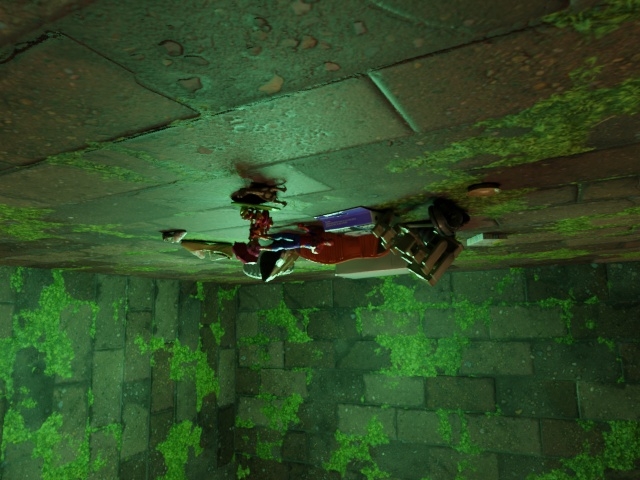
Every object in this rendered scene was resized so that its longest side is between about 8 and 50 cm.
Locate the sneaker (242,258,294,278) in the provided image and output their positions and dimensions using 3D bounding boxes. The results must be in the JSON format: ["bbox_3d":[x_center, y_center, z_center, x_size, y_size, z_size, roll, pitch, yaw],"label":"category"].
[{"bbox_3d":[-0.291,0.160,2.524,0.281,0.105,0.115,2,170,-22],"label":"sneaker"}]

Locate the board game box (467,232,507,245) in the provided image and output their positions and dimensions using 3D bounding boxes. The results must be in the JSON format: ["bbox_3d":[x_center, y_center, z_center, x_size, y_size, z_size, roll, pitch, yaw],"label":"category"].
[{"bbox_3d":[0.684,-0.004,1.895,0.103,0.026,0.154,0,171,-5],"label":"board game box"}]

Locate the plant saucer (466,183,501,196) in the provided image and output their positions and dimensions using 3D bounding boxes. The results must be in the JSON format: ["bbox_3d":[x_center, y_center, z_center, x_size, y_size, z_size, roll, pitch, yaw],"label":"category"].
[{"bbox_3d":[0.410,-0.127,1.158,0.083,0.015,0.083,-2,171,0],"label":"plant saucer"}]

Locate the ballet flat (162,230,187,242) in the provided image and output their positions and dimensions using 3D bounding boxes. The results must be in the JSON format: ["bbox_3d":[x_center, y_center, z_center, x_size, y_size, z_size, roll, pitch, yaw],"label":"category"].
[{"bbox_3d":[-0.528,-0.012,1.670,0.114,0.041,0.041,-7,169,28],"label":"ballet flat"}]

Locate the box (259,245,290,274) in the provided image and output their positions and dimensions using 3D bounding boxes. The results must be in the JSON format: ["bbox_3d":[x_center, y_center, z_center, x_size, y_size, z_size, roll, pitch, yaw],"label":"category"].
[{"bbox_3d":[-0.214,0.095,2.122,0.103,0.114,0.203,2,169,-19],"label":"box"}]

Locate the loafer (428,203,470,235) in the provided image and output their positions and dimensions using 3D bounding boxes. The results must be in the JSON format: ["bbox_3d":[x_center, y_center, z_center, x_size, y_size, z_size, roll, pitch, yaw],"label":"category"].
[{"bbox_3d":[0.379,-0.069,1.343,0.084,0.096,0.267,-26,169,21],"label":"loafer"}]

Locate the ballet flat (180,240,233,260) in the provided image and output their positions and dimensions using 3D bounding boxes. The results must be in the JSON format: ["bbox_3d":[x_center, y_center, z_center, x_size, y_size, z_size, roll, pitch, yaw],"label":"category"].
[{"bbox_3d":[-0.464,0.044,1.907,0.232,0.073,0.080,5,168,-32],"label":"ballet flat"}]

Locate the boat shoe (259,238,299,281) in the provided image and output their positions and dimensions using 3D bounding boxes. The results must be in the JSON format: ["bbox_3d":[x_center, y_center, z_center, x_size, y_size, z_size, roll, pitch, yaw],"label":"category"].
[{"bbox_3d":[-0.156,0.081,1.865,0.119,0.123,0.324,-1,157,-27],"label":"boat shoe"}]

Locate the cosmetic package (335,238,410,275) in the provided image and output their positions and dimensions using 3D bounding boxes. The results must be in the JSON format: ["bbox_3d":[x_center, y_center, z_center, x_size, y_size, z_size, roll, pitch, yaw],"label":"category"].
[{"bbox_3d":[0.257,0.061,1.829,0.365,0.155,0.197,-6,170,22],"label":"cosmetic package"}]

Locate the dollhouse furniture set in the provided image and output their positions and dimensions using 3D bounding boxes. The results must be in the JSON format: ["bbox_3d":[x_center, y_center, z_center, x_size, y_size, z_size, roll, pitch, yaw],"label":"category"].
[{"bbox_3d":[0.317,0.007,1.394,0.212,0.161,0.242,35,173,41],"label":"dollhouse furniture set"}]

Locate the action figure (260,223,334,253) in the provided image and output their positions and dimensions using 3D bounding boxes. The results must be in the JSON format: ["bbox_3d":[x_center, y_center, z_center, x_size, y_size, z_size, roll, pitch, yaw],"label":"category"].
[{"bbox_3d":[-0.094,-0.006,1.590,0.280,0.092,0.139,2,164,6],"label":"action figure"}]

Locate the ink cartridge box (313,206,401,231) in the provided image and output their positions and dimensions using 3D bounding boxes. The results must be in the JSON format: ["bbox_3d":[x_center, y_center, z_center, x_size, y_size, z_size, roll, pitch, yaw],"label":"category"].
[{"bbox_3d":[0.117,-0.055,1.472,0.208,0.045,0.206,10,166,-44],"label":"ink cartridge box"}]

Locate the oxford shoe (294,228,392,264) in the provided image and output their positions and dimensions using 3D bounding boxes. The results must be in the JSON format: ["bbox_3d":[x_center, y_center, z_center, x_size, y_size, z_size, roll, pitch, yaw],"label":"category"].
[{"bbox_3d":[0.085,0.020,1.692,0.363,0.130,0.132,1,-178,13],"label":"oxford shoe"}]

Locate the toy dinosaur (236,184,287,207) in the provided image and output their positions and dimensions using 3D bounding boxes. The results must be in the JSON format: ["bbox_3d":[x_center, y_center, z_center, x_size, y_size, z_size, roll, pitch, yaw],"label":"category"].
[{"bbox_3d":[-0.125,-0.114,1.126,0.092,0.053,0.183,13,-177,28],"label":"toy dinosaur"}]

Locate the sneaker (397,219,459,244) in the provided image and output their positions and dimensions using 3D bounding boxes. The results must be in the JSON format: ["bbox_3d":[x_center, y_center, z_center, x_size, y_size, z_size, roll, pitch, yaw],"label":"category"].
[{"bbox_3d":[0.356,-0.014,1.579,0.234,0.097,0.084,-8,168,37],"label":"sneaker"}]

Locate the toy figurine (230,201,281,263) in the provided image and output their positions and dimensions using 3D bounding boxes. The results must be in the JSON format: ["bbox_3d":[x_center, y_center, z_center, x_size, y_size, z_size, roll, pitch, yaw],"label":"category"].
[{"bbox_3d":[-0.175,-0.015,1.223,0.130,0.160,0.173,9,180,-36],"label":"toy figurine"}]
